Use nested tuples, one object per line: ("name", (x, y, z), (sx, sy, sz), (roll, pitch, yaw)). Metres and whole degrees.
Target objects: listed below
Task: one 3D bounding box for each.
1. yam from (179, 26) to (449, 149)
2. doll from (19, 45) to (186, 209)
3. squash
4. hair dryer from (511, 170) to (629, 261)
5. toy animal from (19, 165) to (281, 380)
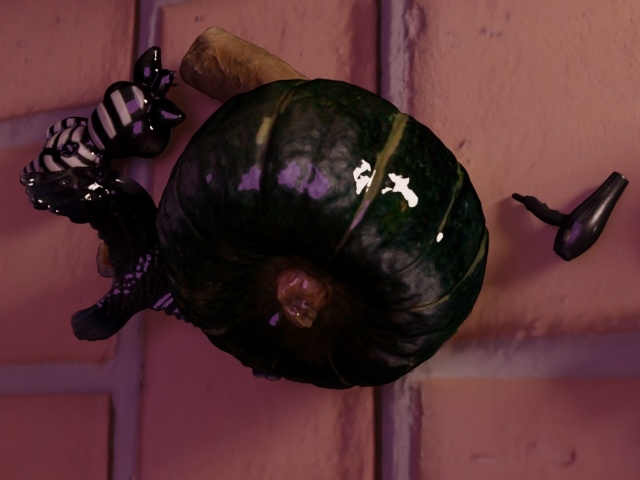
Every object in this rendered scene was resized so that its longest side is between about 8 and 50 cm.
("yam", (-0.008, -0.113, 0.836), (0.300, 0.066, 0.066), (33, 95, 28))
("doll", (-0.217, -0.103, 0.940), (0.219, 0.067, 0.091), (-32, 70, 24))
("squash", (0.000, 0.000, 0.713), (0.252, 0.252, 0.165), (1, 37, 27))
("hair dryer", (0.193, -0.031, 0.741), (0.083, 0.031, 0.079), (33, 85, 36))
("toy animal", (-0.153, 0.002, 0.856), (0.160, 0.272, 0.197), (-28, 29, 37))
